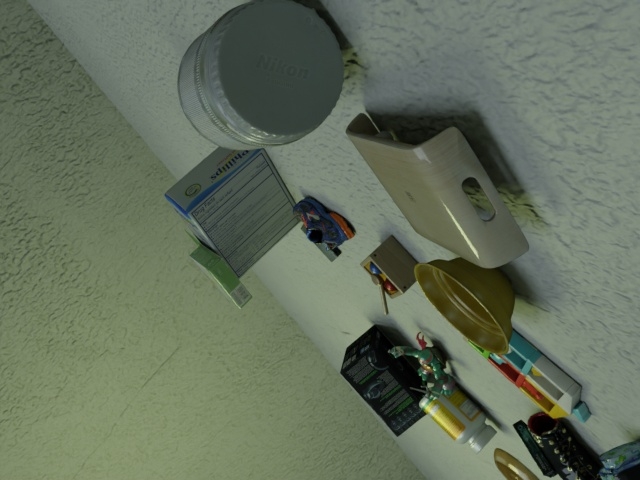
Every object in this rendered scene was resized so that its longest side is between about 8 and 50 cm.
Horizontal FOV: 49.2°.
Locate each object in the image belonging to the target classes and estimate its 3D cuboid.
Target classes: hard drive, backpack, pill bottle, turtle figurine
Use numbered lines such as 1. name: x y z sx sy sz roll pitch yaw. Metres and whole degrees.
1. hard drive: 0.000 0.000 1.986 0.135 0.022 0.094 47 167 2
2. backpack: 0.553 0.407 1.247 0.114 0.104 0.084 86 162 -70
3. pill bottle: 0.391 0.496 1.973 0.208 0.117 0.118 42 166 20
4. turtle figurine: 0.284 0.338 1.862 0.175 0.118 0.234 56 -173 34

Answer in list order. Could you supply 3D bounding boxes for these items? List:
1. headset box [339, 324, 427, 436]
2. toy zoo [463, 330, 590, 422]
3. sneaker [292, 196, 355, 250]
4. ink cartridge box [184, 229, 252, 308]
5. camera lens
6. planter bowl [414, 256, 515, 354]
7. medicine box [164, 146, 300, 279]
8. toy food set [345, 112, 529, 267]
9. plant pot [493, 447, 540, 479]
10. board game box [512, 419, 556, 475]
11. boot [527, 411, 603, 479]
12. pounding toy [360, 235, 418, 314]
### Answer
1. headset box: 0.207 0.433 2.159 0.283 0.131 0.246 49 -169 -1
2. toy zoo: 0.412 0.257 1.404 0.293 0.030 0.192 43 166 22
3. sneaker: -0.011 -0.041 1.762 0.221 0.087 0.083 30 158 52
4. ink cartridge box: -0.301 0.077 1.938 0.235 0.056 0.171 29 158 48
5. camera lens: -0.104 -0.259 1.134 0.219 0.219 0.274 52 166 -18
6. planter bowl: 0.275 0.093 1.234 0.217 0.090 0.217 45 167 13
7. medicine box: -0.230 -0.091 1.921 0.149 0.263 0.289 33 160 45
8. toy food set: 0.172 -0.094 1.070 0.220 0.092 0.306 52 174 -23
9. plant pot: 0.615 0.732 2.132 0.236 0.032 0.236 45 166 14
10. board game box: 0.500 0.485 1.619 0.126 0.026 0.186 61 -170 27
11. boot: 0.540 0.475 1.476 0.179 0.085 0.236 52 177 -17
12. pounding toy: 0.152 0.081 1.563 0.130 0.100 0.141 47 167 3
